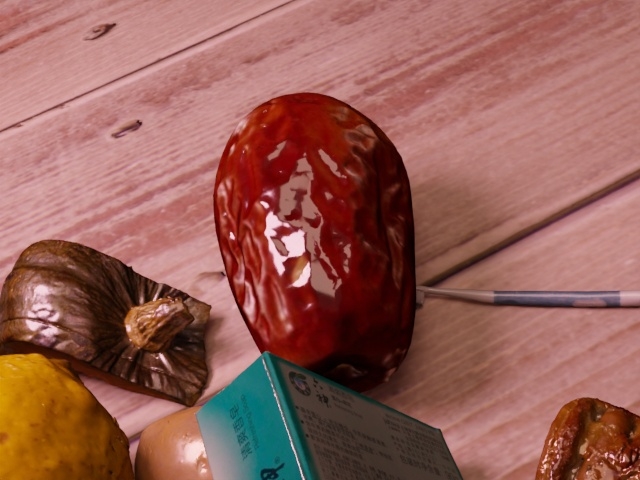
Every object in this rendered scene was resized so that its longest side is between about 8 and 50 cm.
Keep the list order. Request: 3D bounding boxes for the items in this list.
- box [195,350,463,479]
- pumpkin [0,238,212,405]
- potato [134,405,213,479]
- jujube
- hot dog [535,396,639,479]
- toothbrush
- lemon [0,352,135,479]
[{"bbox_3d":[0.025,0.207,0.885,0.092,0.245,0.153,-42,43,20],"label":"box"},{"bbox_3d":[-0.243,0.083,1.142,0.247,0.126,0.131,4,52,15],"label":"pumpkin"},{"bbox_3d":[-0.091,0.214,0.998,0.178,0.109,0.118,-4,41,27],"label":"potato"},{"bbox_3d":[0.000,0.000,1.105,0.223,0.223,0.318,-12,56,2],"label":"jujube"},{"bbox_3d":[0.248,0.205,0.961,0.099,0.065,0.147,21,54,17],"label":"hot dog"},{"bbox_3d":[0.205,0.062,1.129,0.275,0.019,0.025,1,54,14],"label":"toothbrush"},{"bbox_3d":[-0.291,0.235,0.937,0.253,0.253,0.310,4,46,16],"label":"lemon"}]
